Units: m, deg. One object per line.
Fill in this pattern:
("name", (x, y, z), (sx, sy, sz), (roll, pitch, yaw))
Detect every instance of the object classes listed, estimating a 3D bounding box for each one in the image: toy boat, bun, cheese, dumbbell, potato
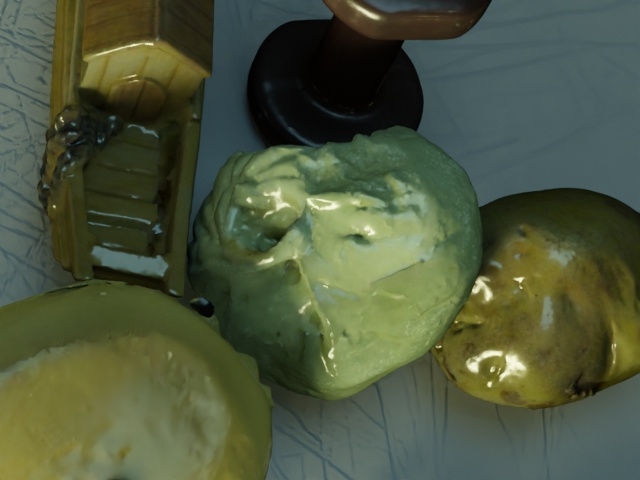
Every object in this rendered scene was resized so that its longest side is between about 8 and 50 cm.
("toy boat", (-0.124, -0.155, 1.345), (0.136, 0.162, 0.445), (10, 62, -17))
("bun", (0.000, 0.000, 1.283), (0.212, 0.126, 0.204), (-41, 63, 6))
("cheese", (-0.162, 0.159, 1.164), (0.316, 0.128, 0.259), (-39, 103, -25))
("dumbbell", (0.034, -0.154, 1.357), (0.140, 0.225, 0.124), (-2, 63, -17))
("potato", (0.171, 0.039, 1.360), (0.200, 0.137, 0.154), (-14, 98, -23))
